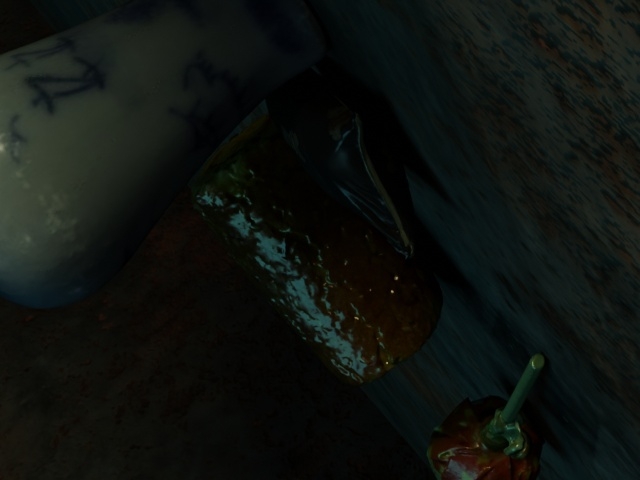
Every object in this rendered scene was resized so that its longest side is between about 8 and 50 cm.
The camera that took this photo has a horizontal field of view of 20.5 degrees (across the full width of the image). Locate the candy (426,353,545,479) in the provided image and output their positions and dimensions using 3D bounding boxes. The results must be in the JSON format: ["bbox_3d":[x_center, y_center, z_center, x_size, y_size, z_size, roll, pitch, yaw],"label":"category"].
[{"bbox_3d":[0.127,0.118,1.187,0.078,0.084,0.287,47,164,13],"label":"candy"}]

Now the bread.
[{"bbox_3d":[0.000,0.000,1.155,0.172,0.103,0.132,53,-168,-11],"label":"bread"}]

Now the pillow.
[{"bbox_3d":[0.009,-0.057,1.010,0.090,0.048,0.150,47,-179,-33],"label":"pillow"}]

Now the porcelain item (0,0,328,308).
[{"bbox_3d":[-0.121,-0.060,0.960,0.141,0.259,0.141,52,177,4],"label":"porcelain item"}]
